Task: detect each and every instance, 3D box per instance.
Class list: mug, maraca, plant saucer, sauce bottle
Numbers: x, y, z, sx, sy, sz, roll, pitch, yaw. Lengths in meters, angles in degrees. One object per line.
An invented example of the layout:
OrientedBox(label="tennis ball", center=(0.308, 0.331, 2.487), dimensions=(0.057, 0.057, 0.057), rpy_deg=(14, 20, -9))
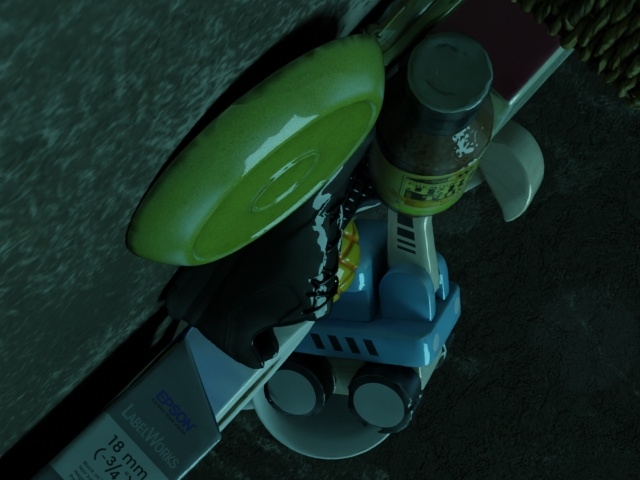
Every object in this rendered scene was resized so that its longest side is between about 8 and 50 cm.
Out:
OrientedBox(label="mug", center=(-0.010, 0.223, 2.245), dimensions=(0.374, 0.276, 0.328), rpy_deg=(-18, -172, 12))
OrientedBox(label="maraca", center=(0.000, 0.000, 1.470), dimensions=(0.127, 0.099, 0.186), rpy_deg=(-42, 146, -61))
OrientedBox(label="plant saucer", center=(-0.036, -0.055, 0.916), dimensions=(0.241, 0.037, 0.241), rpy_deg=(-39, 169, -9))
OrientedBox(label="sauce bottle", center=(0.101, -0.102, 1.140), dimensions=(0.111, 0.111, 0.344), rpy_deg=(-47, 172, -6))

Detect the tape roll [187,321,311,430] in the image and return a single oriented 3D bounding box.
OrientedBox(label="tape roll", center=(-0.136, 0.173, 1.586), dimensions=(0.286, 0.100, 0.286), rpy_deg=(-47, 175, -6))

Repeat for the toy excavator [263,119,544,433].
OrientedBox(label="toy excavator", center=(0.108, 0.039, 1.795), dimensions=(0.222, 0.433, 0.445), rpy_deg=(-51, 139, -53))

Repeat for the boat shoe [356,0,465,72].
OrientedBox(label="boat shoe", center=(0.060, -0.176, 1.005), dimensions=(0.153, 0.048, 0.056), rpy_deg=(-41, -179, 0))

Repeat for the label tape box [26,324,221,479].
OrientedBox(label="label tape box", center=(-0.202, 0.221, 1.252), dimensions=(0.333, 0.106, 0.240), rpy_deg=(-44, -179, -27))

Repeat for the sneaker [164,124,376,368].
OrientedBox(label="sneaker", center=(-0.022, 0.001, 1.122), dimensions=(0.286, 0.130, 0.109), rpy_deg=(-53, 170, 33))

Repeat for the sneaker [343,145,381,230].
OrientedBox(label="sneaker", center=(-0.006, -0.048, 1.301), dimensions=(0.097, 0.084, 0.234), rpy_deg=(-22, -171, 33))

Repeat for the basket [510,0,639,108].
OrientedBox(label="basket", center=(0.255, -0.271, 0.880), dimensions=(0.213, 0.223, 0.299), rpy_deg=(-46, 173, -16))

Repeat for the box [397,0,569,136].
OrientedBox(label="box", center=(0.202, -0.231, 1.221), dimensions=(0.232, 0.127, 0.148), rpy_deg=(-47, 174, -10))
